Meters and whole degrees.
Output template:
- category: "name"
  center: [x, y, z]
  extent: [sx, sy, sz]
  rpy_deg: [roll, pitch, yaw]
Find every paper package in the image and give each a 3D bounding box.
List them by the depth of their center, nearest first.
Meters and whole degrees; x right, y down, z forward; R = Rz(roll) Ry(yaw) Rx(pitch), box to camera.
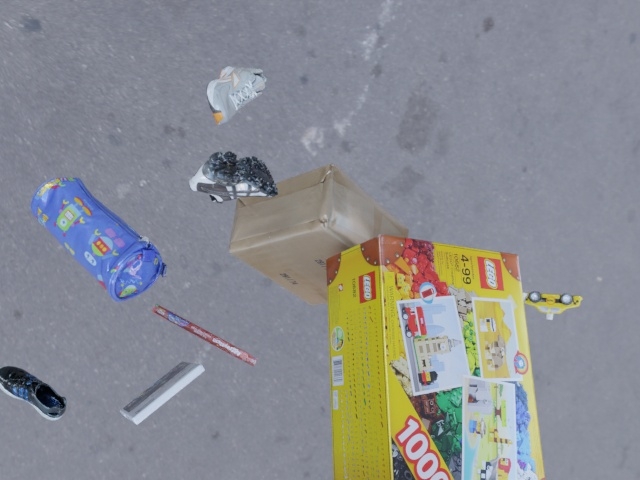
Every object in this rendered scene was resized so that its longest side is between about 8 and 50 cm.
- category: "paper package"
  center: [0.000, 0.000, 1.471]
  extent: [0.325, 0.309, 0.168]
  rpy_deg: [35, 53, -41]

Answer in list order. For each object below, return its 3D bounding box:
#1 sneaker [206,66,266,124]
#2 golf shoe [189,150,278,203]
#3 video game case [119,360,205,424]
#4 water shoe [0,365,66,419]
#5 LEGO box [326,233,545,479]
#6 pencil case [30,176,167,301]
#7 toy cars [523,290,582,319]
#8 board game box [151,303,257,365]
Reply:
- category: "sneaker"
  center: [-0.209, -0.387, 1.625]
  extent: [0.121, 0.262, 0.099]
  rpy_deg: [-6, 127, 13]
- category: "golf shoe"
  center: [-0.158, -0.109, 1.155]
  extent: [0.094, 0.077, 0.198]
  rpy_deg: [-29, 158, 25]
- category: "video game case"
  center: [-0.374, 0.354, 1.488]
  extent: [0.190, 0.173, 0.022]
  rpy_deg: [-38, 100, -26]
- category: "water shoe"
  center: [-0.724, 0.369, 1.593]
  extent: [0.203, 0.073, 0.080]
  rpy_deg: [35, 130, -4]
- category: "LEGO box"
  center: [0.221, 0.270, 1.239]
  extent: [0.372, 0.193, 0.500]
  rpy_deg: [7, 71, -30]
- category: "pencil case"
  center: [-0.441, -0.011, 1.249]
  extent: [0.133, 0.306, 0.119]
  rpy_deg: [-55, 155, 6]
- category: "toy cars"
  center: [0.634, 0.199, 1.972]
  extent: [0.393, 0.176, 0.087]
  rpy_deg: [5, 86, -19]
- category: "board game box"
  center: [-0.303, 0.253, 1.677]
  extent: [0.027, 0.281, 0.145]
  rpy_deg: [-62, 169, -11]
